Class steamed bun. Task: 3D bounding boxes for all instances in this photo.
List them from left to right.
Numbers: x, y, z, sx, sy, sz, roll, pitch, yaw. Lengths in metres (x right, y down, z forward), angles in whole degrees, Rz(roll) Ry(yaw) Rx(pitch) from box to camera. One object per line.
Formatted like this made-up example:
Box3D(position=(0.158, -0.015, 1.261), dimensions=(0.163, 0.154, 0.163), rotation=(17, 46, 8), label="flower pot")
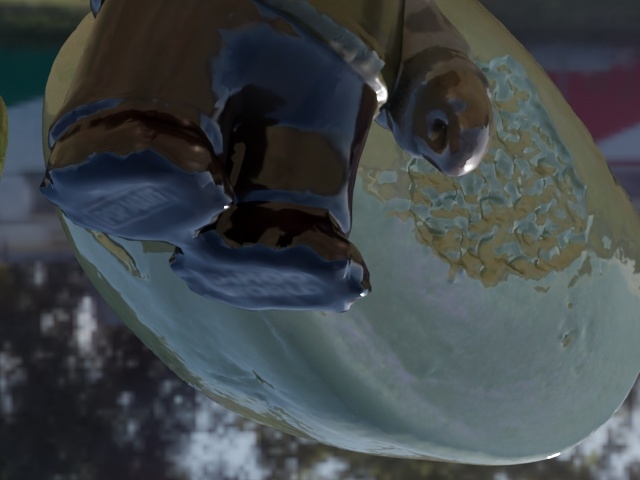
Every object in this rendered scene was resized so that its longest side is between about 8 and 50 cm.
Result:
Box3D(position=(0.000, 0.000, 1.315), dimensions=(0.456, 0.290, 0.371), rotation=(45, 154, -25), label="steamed bun")

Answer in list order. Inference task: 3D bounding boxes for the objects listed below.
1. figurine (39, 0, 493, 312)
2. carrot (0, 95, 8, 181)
Box3D(position=(0.011, -0.170, 0.609), dimensions=(0.218, 0.365, 0.206), rotation=(23, 143, -22), label="figurine")
Box3D(position=(-0.293, -0.020, 1.391), dimensions=(0.074, 0.074, 0.358), rotation=(-1, -144, -9), label="carrot")
